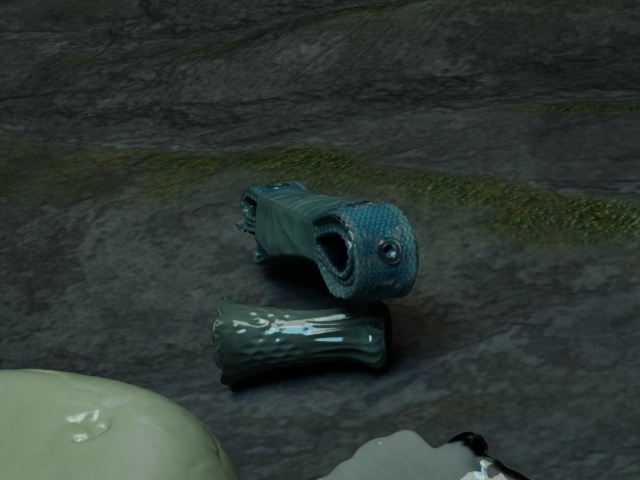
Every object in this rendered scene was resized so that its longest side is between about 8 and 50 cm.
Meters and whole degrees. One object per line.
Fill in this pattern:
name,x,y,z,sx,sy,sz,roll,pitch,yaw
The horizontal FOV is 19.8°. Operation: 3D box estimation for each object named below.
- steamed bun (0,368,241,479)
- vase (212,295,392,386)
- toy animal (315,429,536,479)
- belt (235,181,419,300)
steamed bun,-0.189,0.258,1.231,0.312,0.233,0.334,9,46,32
vase,-0.013,0.084,1.605,0.149,0.081,0.081,-4,31,10
toy animal,0.082,0.242,1.212,0.208,0.156,0.204,30,47,30
belt,0.000,0.000,1.657,0.072,0.087,0.302,-12,10,-20
